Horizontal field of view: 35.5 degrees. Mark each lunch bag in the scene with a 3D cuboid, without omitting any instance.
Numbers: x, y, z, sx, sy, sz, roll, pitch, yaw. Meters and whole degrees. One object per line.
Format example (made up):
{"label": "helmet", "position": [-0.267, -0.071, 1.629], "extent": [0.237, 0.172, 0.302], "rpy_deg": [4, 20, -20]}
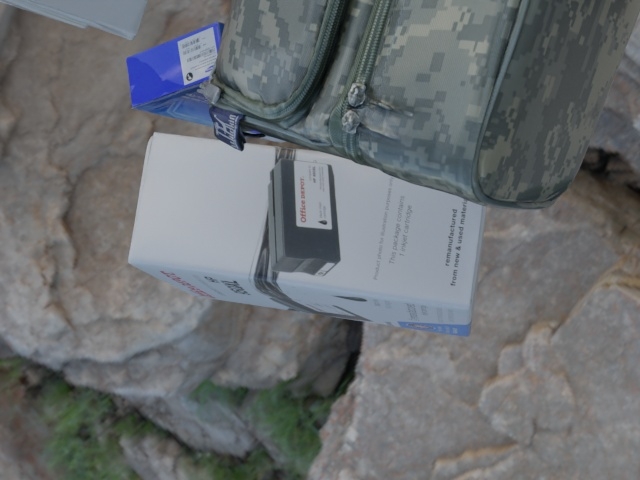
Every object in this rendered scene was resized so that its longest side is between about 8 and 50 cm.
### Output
{"label": "lunch bag", "position": [0.066, -0.185, 0.670], "extent": [0.256, 0.213, 0.305], "rpy_deg": [23, 104, 31]}

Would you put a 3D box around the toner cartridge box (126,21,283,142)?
{"label": "toner cartridge box", "position": [-0.095, -0.215, 1.426], "extent": [0.165, 0.348, 0.075], "rpy_deg": [-12, 81, 32]}

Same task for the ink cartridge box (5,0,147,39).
{"label": "ink cartridge box", "position": [-0.199, -0.275, 0.652], "extent": [0.171, 0.168, 0.232], "rpy_deg": [23, 100, 35]}

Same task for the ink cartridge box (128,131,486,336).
{"label": "ink cartridge box", "position": [0.000, 0.000, 1.239], "extent": [0.395, 0.166, 0.285], "rpy_deg": [8, 170, 10]}
